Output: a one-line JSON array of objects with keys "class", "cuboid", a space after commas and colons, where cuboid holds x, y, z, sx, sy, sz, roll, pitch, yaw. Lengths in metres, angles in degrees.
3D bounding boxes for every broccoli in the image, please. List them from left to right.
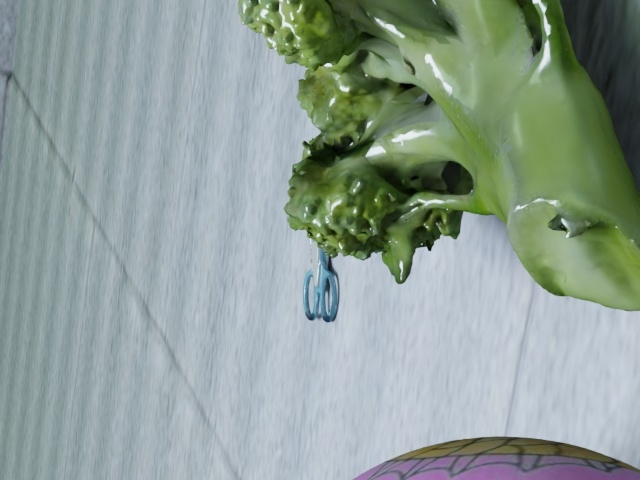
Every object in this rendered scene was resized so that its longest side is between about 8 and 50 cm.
[{"class": "broccoli", "cuboid": [0.043, -0.088, 0.904, 0.254, 0.186, 0.302, -35, 47, 56]}]

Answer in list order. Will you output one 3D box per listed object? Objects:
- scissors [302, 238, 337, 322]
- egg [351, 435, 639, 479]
[{"class": "scissors", "cuboid": [0.000, 0.000, 1.288, 0.058, 0.014, 0.119, -177, 87, -67]}, {"class": "egg", "cuboid": [0.081, 0.179, 0.742, 0.271, 0.196, 0.196, 0, 87, 58]}]
